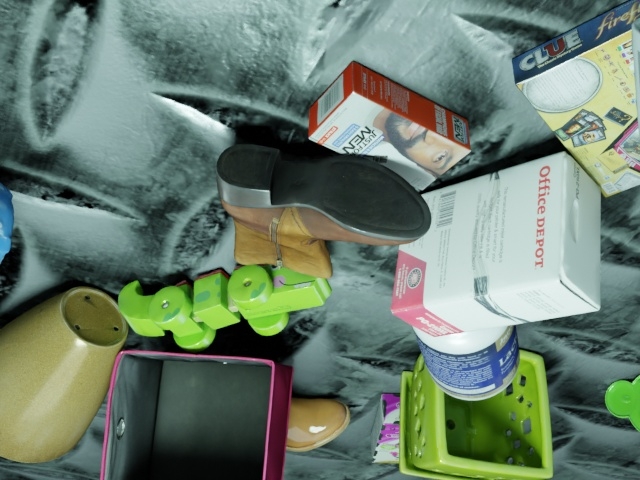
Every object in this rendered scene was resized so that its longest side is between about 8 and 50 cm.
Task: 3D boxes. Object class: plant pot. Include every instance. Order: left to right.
[{"bbox_3d":[-0.430,0.198,1.272,0.237,0.237,0.254,27,124,-31],"label":"plant pot"},{"bbox_3d":[0.264,0.324,1.409,0.228,0.227,0.207,12,151,-16],"label":"plant pot"}]

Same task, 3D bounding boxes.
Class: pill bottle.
[{"bbox_3d":[0.216,0.125,1.173,0.153,0.153,0.264,-8,145,14],"label":"pill bottle"}]

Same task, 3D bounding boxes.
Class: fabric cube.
[{"bbox_3d":[-0.194,0.320,1.304,0.259,0.254,0.258,4,171,5],"label":"fabric cube"}]

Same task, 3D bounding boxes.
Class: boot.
[{"bbox_3d":[-0.097,0.319,1.534,0.284,0.109,0.220,-4,138,14],"label":"boot"},{"bbox_3d":[0.000,0.000,1.003,0.264,0.096,0.280,7,154,5],"label":"boot"}]

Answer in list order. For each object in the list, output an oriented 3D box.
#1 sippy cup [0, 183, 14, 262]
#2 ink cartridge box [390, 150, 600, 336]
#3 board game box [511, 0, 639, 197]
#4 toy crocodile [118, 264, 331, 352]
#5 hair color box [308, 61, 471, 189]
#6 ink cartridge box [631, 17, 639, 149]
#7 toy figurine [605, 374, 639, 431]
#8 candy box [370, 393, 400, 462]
[{"bbox_3d":[-0.510,-0.033,0.936,0.240,0.305,0.224,-45,142,12],"label":"sippy cup"},{"bbox_3d":[0.216,0.012,0.958,0.237,0.171,0.100,-16,143,42],"label":"ink cartridge box"},{"bbox_3d":[0.345,-0.152,0.864,0.165,0.042,0.243,-23,138,31],"label":"board game box"},{"bbox_3d":[-0.151,0.090,1.200,0.341,0.105,0.115,-14,144,14],"label":"toy crocodile"},{"bbox_3d":[0.080,-0.129,0.901,0.167,0.053,0.093,20,141,-26],"label":"hair color box"},{"bbox_3d":[0.518,-0.126,0.773,0.385,0.091,0.308,-19,122,2],"label":"ink cartridge box"},{"bbox_3d":[0.667,0.321,1.494,0.159,0.130,0.173,19,165,-38],"label":"toy figurine"},{"bbox_3d":[0.196,0.406,1.653,0.159,0.071,0.233,2,146,-1],"label":"candy box"}]
